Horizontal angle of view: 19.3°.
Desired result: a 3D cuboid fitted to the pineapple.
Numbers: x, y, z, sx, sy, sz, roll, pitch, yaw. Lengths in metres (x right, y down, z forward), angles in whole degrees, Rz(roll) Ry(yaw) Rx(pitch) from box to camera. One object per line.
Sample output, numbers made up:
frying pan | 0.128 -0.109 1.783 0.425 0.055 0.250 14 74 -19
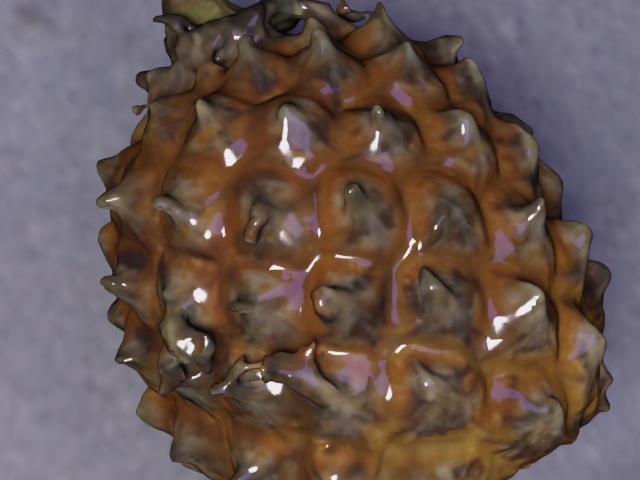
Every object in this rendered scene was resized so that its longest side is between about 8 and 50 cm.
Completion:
pineapple | 0.000 0.000 0.601 0.166 0.166 0.193 -28 87 -25
